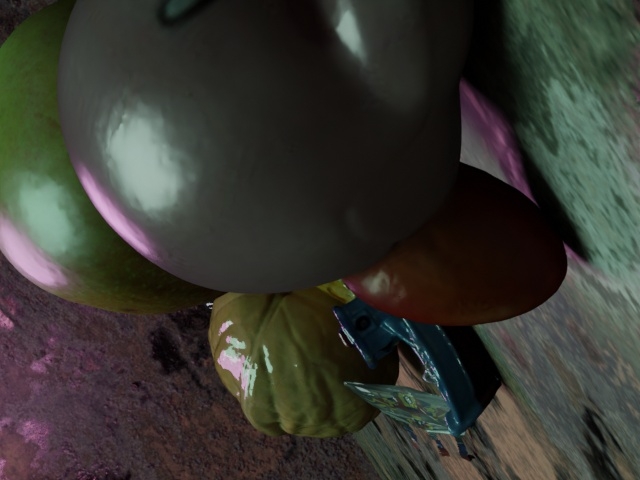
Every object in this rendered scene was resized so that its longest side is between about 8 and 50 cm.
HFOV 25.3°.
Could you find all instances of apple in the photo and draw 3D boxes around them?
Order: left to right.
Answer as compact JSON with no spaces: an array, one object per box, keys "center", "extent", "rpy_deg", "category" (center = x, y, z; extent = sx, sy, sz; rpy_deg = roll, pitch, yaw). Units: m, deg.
[{"center":[-0.164,-0.077,1.317],"extent":[0.319,0.319,0.277],"rpy_deg":[61,175,-29],"category":"apple"}]

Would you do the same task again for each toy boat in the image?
[{"center":[0.067,0.074,1.256],"extent":[0.223,0.097,0.100],"rpy_deg":[56,176,17],"category":"toy boat"}]

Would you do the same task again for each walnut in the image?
[{"center":[-0.017,0.122,1.649],"extent":[0.225,0.225,0.261],"rpy_deg":[53,171,30],"category":"walnut"}]

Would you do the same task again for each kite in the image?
[{"center":[0.116,0.204,1.584],"extent":[0.141,0.015,0.245],"rpy_deg":[11,160,22],"category":"kite"}]

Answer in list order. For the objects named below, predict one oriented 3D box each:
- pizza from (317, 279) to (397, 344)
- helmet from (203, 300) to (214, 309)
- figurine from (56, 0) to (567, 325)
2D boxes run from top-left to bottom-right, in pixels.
[{"center":[0.000,-0.001,1.463],"extent":[0.204,0.080,0.188],"rpy_deg":[53,172,43],"category":"pizza"},{"center":[-0.134,-0.040,1.842],"extent":[0.225,0.177,0.305],"rpy_deg":[52,167,-4],"category":"helmet"},{"center":[-0.028,-0.068,0.775],"extent":[0.270,0.211,0.261],"rpy_deg":[51,171,38],"category":"figurine"}]
